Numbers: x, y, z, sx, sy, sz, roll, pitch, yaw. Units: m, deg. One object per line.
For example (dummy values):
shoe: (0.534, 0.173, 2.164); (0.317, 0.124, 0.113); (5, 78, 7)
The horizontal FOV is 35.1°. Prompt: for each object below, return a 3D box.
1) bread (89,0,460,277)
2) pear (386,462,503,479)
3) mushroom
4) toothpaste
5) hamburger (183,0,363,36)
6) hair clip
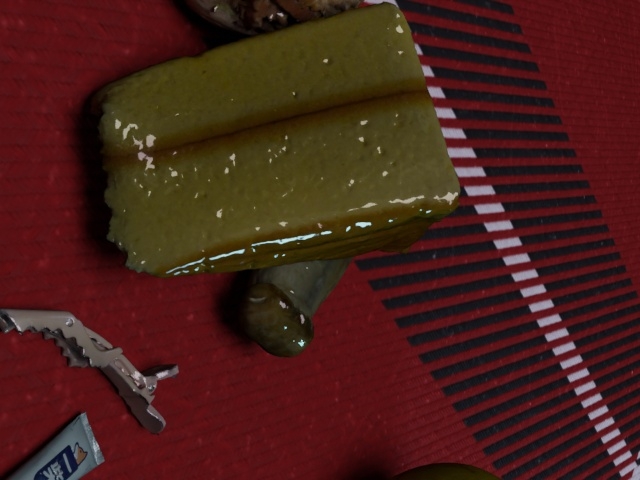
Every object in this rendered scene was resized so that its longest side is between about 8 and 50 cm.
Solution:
bread: (-0.065, -0.082, 1.076); (0.361, 0.245, 0.233); (-14, 80, -16)
pear: (0.159, 0.415, 1.255); (0.283, 0.283, 0.284); (0, 90, -52)
mushroom: (-0.001, -0.003, 1.195); (0.333, 0.087, 0.107); (-58, 136, -39)
toothpaste: (-0.268, 0.226, 0.890); (0.205, 0.036, 0.056); (-37, 119, -51)
hamburger: (-0.047, -0.346, 1.091); (0.286, 0.146, 0.243); (-47, 119, -34)
hair clip: (-0.213, 0.103, 0.959); (0.226, 0.034, 0.072); (46, 52, -40)
